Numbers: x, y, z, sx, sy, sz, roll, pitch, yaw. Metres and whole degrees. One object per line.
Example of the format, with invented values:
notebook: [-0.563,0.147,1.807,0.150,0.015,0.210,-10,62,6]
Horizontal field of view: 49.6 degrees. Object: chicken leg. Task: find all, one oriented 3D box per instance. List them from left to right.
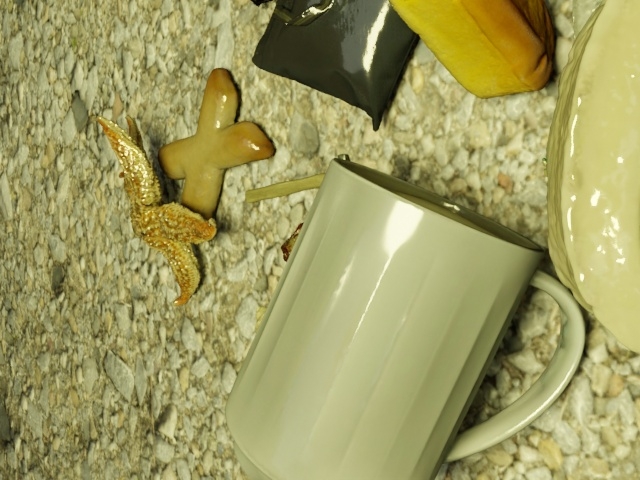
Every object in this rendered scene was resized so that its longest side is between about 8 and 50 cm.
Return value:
chicken leg: [-0.003,-0.004,0.937,0.062,0.037,0.145,49,129,-3]

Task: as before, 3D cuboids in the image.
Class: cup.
cup: [0.094,0.121,0.733,0.323,0.237,0.326,22,100,-2]

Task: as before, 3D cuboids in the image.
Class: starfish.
starfish: [-0.266,-0.071,1.066,0.293,0.084,0.301,59,157,13]

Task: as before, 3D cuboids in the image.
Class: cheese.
cheese: [0.319,-0.064,0.495,0.292,0.153,0.332,16,101,10]

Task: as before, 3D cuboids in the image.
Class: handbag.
handbag: [0.033,-0.290,0.825,0.211,0.089,0.254,33,114,21]

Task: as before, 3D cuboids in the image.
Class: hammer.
hammer: [-0.035,-0.072,0.967,0.199,0.013,0.062,-9,91,41]

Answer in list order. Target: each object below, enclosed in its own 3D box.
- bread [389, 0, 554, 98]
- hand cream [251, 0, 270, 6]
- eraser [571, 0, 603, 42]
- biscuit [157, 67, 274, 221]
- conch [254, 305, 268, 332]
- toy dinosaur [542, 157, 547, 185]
bread: [0.143,-0.230,0.654,0.094,0.245,0.102,-5,57,46]
hand cream: [-0.048,-0.422,0.901,0.086,0.055,0.235,34,111,29]
eraser: [0.293,-0.184,0.623,0.111,0.077,0.352,0,96,42]
biscuit: [-0.168,-0.134,1.051,0.208,0.047,0.164,-45,70,36]
conch: [0.002,0.144,0.894,0.207,0.130,0.155,39,137,9]
toy dinosaur: [0.263,-0.048,0.708,0.060,0.029,0.119,-9,93,24]
